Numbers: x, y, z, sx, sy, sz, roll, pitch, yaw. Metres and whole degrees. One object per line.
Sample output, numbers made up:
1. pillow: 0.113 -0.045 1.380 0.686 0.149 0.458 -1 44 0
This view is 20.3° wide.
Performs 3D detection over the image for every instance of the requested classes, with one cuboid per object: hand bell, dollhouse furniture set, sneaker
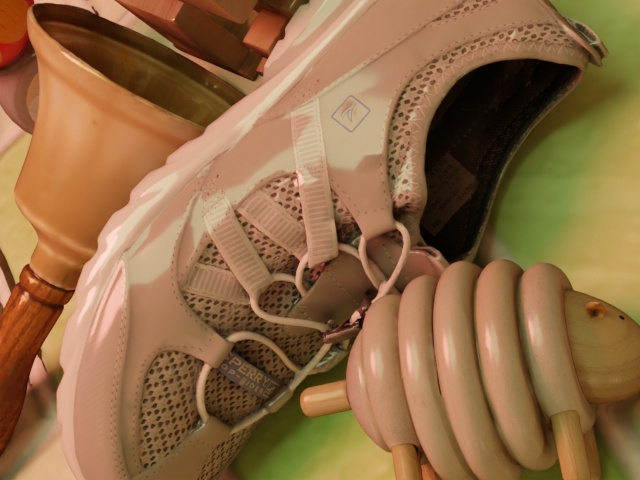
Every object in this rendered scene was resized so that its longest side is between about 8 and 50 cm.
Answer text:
1. hand bell: -0.127 0.028 0.812 0.126 0.126 0.242 42 108 44
2. dollhouse furniture set: -0.032 -0.151 0.779 0.144 0.151 0.123 26 85 42
3. sneaker: 0.000 0.000 0.704 0.115 0.105 0.281 36 94 38

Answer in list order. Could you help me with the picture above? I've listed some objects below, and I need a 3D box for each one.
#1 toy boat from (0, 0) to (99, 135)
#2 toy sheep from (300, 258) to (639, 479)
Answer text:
1. toy boat: -0.244 -0.081 0.934 0.318 0.148 0.267 -10 56 43
2. toy sheep: 0.055 0.051 0.647 0.132 0.091 0.091 -11 59 13
